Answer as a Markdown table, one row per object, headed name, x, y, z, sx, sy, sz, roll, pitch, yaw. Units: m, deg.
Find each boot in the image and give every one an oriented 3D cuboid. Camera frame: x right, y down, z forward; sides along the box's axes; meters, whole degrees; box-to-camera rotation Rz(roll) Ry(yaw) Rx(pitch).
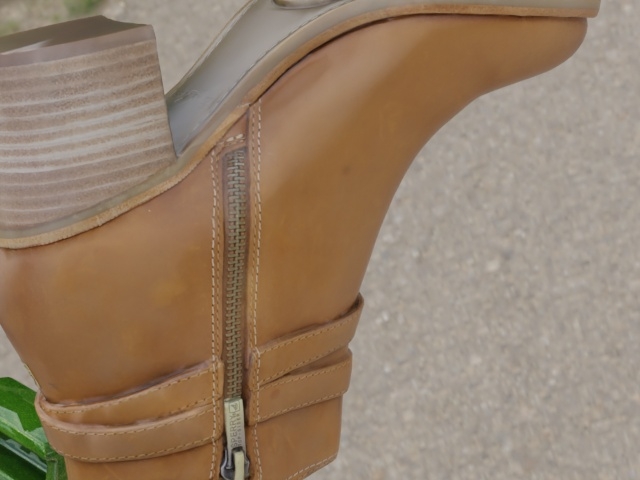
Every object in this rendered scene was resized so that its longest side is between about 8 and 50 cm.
| name | x | y | z | sx | sy | sz | roll | pitch | yaw |
| --- | --- | --- | --- | --- | --- | --- | --- | --- | --- |
| boot | 0.000 | 0.000 | 0.610 | 0.283 | 0.220 | 0.109 | -17 | 20 | -23 |

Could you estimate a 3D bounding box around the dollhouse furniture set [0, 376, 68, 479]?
| name | x | y | z | sx | sy | sz | roll | pitch | yaw |
| --- | --- | --- | --- | --- | --- | --- | --- | --- | --- |
| dollhouse furniture set | -0.140 | 0.195 | 0.631 | 0.301 | 0.151 | 0.197 | 22 | 19 | 37 |
